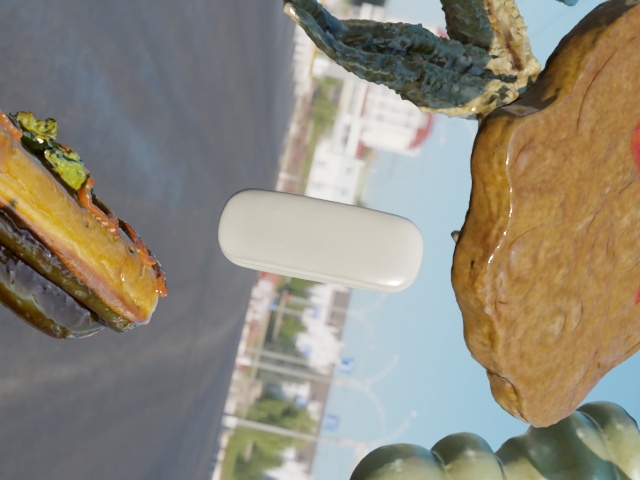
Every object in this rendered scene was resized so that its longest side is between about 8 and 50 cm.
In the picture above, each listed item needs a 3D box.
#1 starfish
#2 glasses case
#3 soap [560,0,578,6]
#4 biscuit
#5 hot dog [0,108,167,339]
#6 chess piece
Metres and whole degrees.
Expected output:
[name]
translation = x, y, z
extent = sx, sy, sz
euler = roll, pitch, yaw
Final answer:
[starfish]
translation = 0.124, -0.163, 1.292
extent = 0.324, 0.432, 0.082
euler = -24, 162, -41
[glasses case]
translation = 0.000, 0.000, 1.539
extent = 0.059, 0.233, 0.092
euler = 68, 32, -77
[soap]
translation = 0.117, -0.257, 1.132
extent = 0.114, 0.198, 0.063
euler = 4, 109, -59
[biscuit]
translation = 0.186, -0.020, 0.889
extent = 0.257, 0.049, 0.273
euler = -38, 133, -26
[hot dog]
translation = -0.272, -0.044, 1.144
extent = 0.158, 0.349, 0.117
euler = -16, -137, 42
[chess piece]
translation = 0.190, 0.283, 1.548
extent = 0.182, 0.330, 0.182
euler = 177, -90, -73
